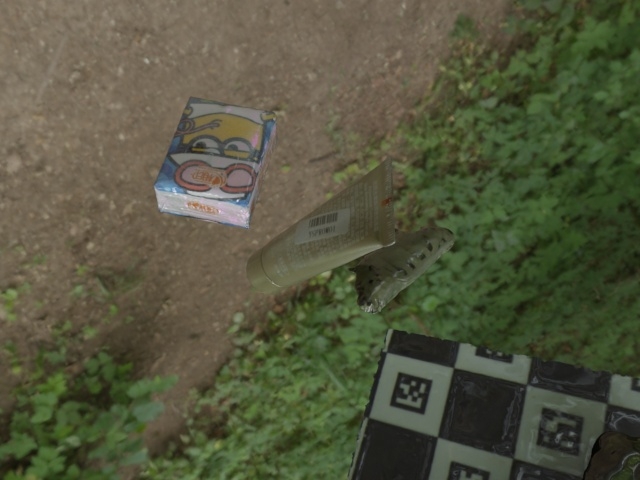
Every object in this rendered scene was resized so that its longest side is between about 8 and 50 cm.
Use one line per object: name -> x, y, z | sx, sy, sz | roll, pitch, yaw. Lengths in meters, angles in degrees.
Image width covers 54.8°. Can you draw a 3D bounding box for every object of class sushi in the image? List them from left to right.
sushi -> 0.157, 0.248, 0.427 | 0.064, 0.343, 0.359 | 58, 47, -57

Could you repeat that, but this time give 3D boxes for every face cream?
face cream -> 0.000, 0.000, 0.971 | 0.084, 0.137, 0.341 | 19, 149, -31

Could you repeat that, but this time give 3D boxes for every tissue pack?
tissue pack -> -0.123, -0.098, 0.756 | 0.115, 0.155, 0.065 | 10, 144, 2

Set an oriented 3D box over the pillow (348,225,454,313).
pillow -> 0.121, 0.031, 0.989 | 0.241, 0.093, 0.051 | -37, 145, -35
